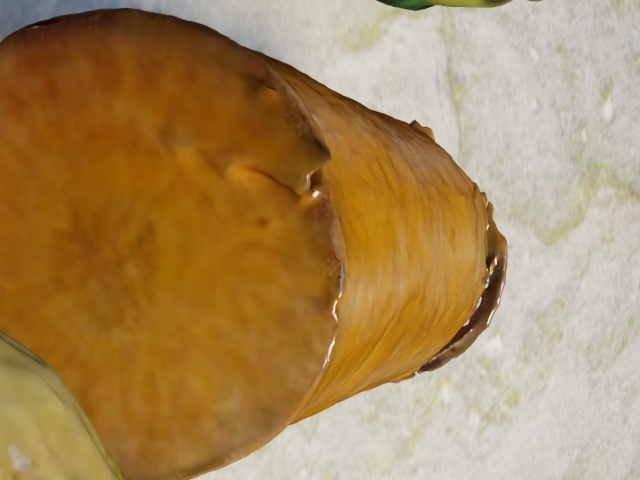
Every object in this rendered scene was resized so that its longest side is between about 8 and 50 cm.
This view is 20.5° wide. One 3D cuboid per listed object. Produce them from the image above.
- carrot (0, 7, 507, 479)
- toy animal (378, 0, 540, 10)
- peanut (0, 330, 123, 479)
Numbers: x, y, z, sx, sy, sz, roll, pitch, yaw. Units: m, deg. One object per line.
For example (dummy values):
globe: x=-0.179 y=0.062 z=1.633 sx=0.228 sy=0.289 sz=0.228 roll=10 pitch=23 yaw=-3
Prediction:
carrot: x=-0.029 y=-0.007 z=0.779 sx=0.254 sy=0.196 sz=0.196 roll=-13 pitch=106 yaw=-65
toy animal: x=0.106 y=-0.236 z=0.942 sx=0.338 sy=0.191 sz=0.216 roll=-26 pitch=161 yaw=-46
peanut: x=-0.194 y=0.082 z=0.492 sx=0.387 sy=0.192 sz=0.170 roll=7 pitch=103 yaw=-58
